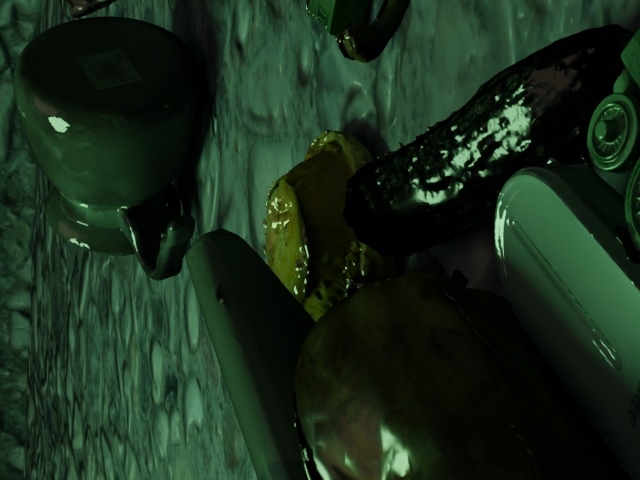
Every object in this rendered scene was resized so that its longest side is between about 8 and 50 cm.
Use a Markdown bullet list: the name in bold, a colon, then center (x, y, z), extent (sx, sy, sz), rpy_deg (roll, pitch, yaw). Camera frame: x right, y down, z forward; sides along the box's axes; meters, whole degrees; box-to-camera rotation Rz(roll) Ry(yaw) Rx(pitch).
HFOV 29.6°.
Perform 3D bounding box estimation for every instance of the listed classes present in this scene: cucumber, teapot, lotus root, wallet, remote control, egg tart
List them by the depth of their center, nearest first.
- **remote control**: center (0.158, 0.056, 0.587), extent (0.104, 0.052, 0.247), rpy_deg (94, 154, -44)
- **lotus root**: center (0.085, 0.137, 0.667), extent (0.160, 0.152, 0.275), rpy_deg (-39, 40, 15)
- **cucumber**: center (0.097, -0.050, 0.739), extent (0.303, 0.072, 0.081), rpy_deg (150, 128, -67)
- **wallet**: center (0.012, 0.179, 0.844), extent (0.252, 0.083, 0.360), rpy_deg (55, -171, -50)
- **egg tart**: center (0.000, 0.000, 1.015), extent (0.191, 0.074, 0.191), rpy_deg (178, 90, -72)
- **teapot**: center (-0.230, -0.095, 1.512), extent (0.305, 0.223, 0.285), rpy_deg (26, 136, 20)

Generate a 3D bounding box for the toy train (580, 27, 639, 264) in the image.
- **toy train**: center (0.183, -0.028, 0.524), extent (0.105, 0.071, 0.178), rpy_deg (-58, 36, 39)

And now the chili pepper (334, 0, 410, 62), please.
- **chili pepper**: center (0.077, -0.298, 0.734), extent (0.110, 0.110, 0.388), rpy_deg (-131, 48, -59)

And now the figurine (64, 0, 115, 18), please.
- **figurine**: center (-0.237, -0.385, 1.374), extent (0.361, 0.211, 0.253), rpy_deg (18, 92, 66)

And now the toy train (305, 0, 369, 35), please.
- **toy train**: center (0.018, -0.213, 0.988), extent (0.056, 0.038, 0.093), rpy_deg (-121, 35, -48)
